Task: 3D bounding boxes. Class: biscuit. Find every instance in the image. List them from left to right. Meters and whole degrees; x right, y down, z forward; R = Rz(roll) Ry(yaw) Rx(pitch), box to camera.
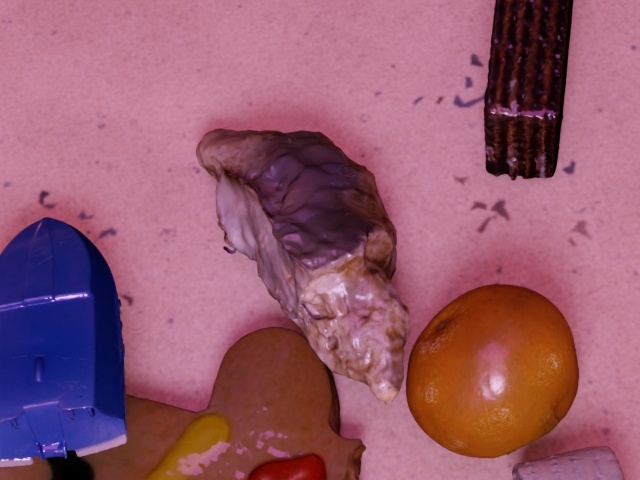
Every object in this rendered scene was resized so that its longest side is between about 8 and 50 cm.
[{"bbox_3d":[-0.162,0.223,1.640,0.394,0.076,0.368,6,61,10],"label":"biscuit"},{"bbox_3d":[0.197,-0.187,1.820,0.070,0.106,0.252,5,61,8],"label":"biscuit"}]

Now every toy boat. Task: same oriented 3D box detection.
[{"bbox_3d":[-0.231,0.074,1.670,0.129,0.088,0.295,-10,39,-1],"label":"toy boat"}]

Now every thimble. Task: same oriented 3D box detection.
[{"bbox_3d":[0.209,0.228,1.579,0.090,0.102,0.115,-11,88,0],"label":"thimble"}]

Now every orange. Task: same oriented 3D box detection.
[{"bbox_3d":[0.147,0.111,1.630,0.134,0.154,0.155,37,66,-11],"label":"orange"}]

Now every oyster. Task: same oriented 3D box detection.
[{"bbox_3d":[-0.002,-0.003,1.719,0.166,0.110,0.341,0,39,-16],"label":"oyster"}]
